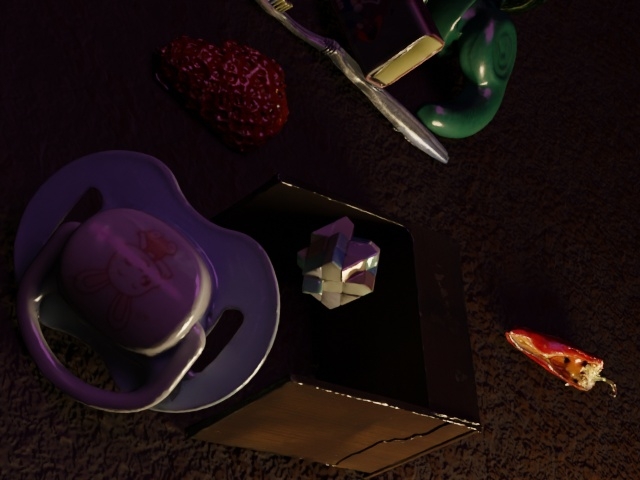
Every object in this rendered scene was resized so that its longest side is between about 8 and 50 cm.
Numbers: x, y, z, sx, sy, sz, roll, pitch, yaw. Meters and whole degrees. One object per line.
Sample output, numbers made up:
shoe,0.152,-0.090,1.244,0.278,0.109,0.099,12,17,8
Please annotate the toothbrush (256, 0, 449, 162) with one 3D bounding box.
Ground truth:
toothbrush,0.046,-0.236,1.875,0.413,0.042,0.035,40,42,-28

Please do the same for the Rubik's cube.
Rubik's cube,0.016,0.019,1.358,0.073,0.084,0.075,38,29,-27

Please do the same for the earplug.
earplug,0.199,-0.311,2.033,0.280,0.257,0.164,51,3,15

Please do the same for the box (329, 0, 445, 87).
box,0.078,-0.338,1.876,0.069,0.120,0.224,21,40,-57

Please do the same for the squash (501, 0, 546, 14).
squash,0.289,-0.490,2.168,0.252,0.165,0.252,53,17,-24

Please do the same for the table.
table,0.007,0.105,1.502,0.282,0.196,0.250,18,56,-38

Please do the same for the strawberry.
strawberry,-0.111,-0.189,1.636,0.188,0.082,0.121,31,50,-37

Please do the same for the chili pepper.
chili pepper,0.352,0.174,1.959,0.268,0.059,0.050,25,12,-33

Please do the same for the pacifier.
pacifier,-0.174,0.053,1.363,0.287,0.238,0.226,37,5,9
